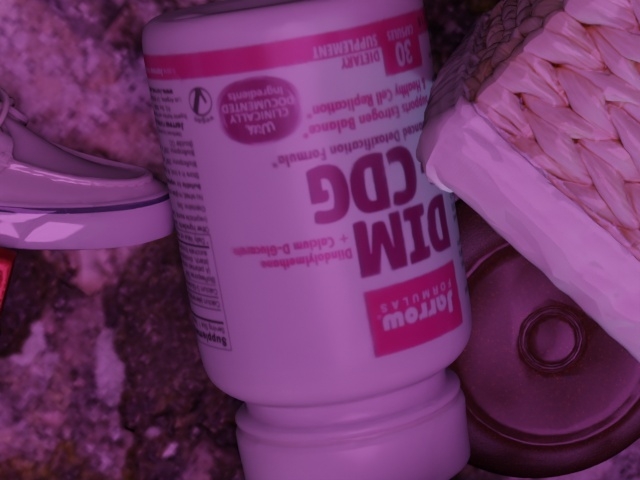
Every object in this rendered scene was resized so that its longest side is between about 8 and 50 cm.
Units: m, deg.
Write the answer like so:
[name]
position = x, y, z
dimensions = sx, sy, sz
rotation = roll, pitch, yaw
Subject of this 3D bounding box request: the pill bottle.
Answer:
[pill bottle]
position = 0.000, 0.000, 1.007
dimensions = 0.160, 0.160, 0.283
rotation = -11, 102, -4

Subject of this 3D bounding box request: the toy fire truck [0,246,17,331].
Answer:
[toy fire truck]
position = -0.217, 0.085, 1.013
dimensions = 0.047, 0.135, 0.192
rotation = 14, 98, -8

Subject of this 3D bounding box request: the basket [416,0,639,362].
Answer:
[basket]
position = 0.258, -0.065, 0.906
dimensions = 0.328, 0.331, 0.266
rotation = 39, 104, -3

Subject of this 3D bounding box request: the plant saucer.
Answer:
[plant saucer]
position = 0.141, 0.059, 1.096
dimensions = 0.199, 0.036, 0.198
rotation = -1, 100, -5

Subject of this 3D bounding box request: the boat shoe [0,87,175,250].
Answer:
[boat shoe]
position = -0.213, -0.054, 1.014
dimensions = 0.267, 0.096, 0.088
rotation = 9, 104, 1
